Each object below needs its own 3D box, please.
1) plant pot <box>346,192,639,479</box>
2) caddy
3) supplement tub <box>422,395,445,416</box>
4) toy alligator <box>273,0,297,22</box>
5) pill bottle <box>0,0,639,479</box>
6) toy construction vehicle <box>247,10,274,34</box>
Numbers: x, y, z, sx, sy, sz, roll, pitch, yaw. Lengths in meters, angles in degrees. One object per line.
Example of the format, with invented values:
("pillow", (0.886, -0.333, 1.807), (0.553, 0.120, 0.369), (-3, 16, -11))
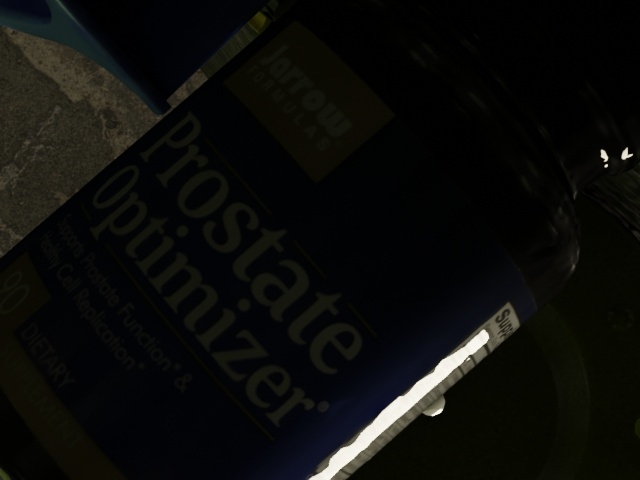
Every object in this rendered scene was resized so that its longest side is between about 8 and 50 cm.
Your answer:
("plant pot", (0.048, 0.126, 0.668), (0.366, 0.366, 0.353), (49, 167, 18))
("caddy", (-0.180, -0.225, 0.856), (0.241, 0.179, 0.341), (49, 179, -41))
("supplement tub", (0.024, 0.041, 1.114), (0.207, 0.207, 0.338), (49, 179, -9))
("toy alligator", (0.007, -0.105, 0.811), (0.190, 0.051, 0.056), (48, 179, 38))
("pill bottle", (0.000, 0.000, 0.383), (0.123, 0.219, 0.123), (48, 179, 1))
("toy construction vehicle", (-0.076, -0.206, 1.056), (0.086, 0.035, 0.098), (48, 178, 43))
